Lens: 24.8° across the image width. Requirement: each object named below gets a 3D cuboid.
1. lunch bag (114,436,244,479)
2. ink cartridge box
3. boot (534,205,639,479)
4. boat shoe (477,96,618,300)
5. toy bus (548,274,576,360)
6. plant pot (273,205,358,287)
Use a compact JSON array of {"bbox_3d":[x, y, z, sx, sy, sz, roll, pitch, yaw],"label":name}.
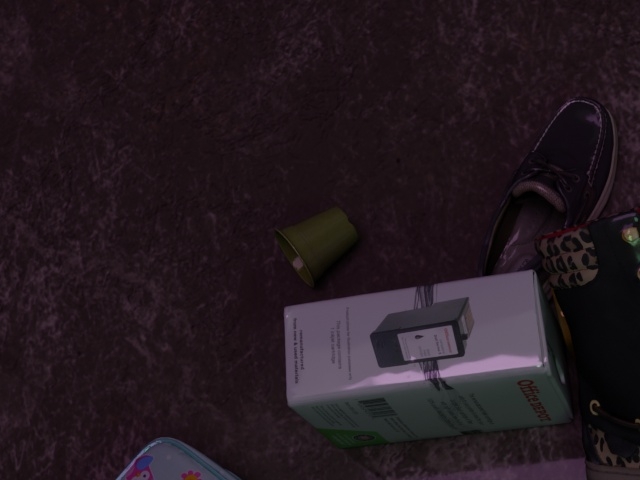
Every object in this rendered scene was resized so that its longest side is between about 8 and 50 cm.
[{"bbox_3d":[-0.128,0.362,1.601,0.279,0.108,0.224,35,78,25],"label":"lunch bag"},{"bbox_3d":[0.120,0.134,1.558,0.273,0.198,0.114,-9,66,15],"label":"ink cartridge box"},{"bbox_3d":[0.368,0.095,1.380,0.377,0.138,0.284,-18,89,55],"label":"boot"},{"bbox_3d":[0.255,-0.043,1.641,0.103,0.092,0.285,23,78,25],"label":"boat shoe"},{"bbox_3d":[0.345,0.058,1.565,0.191,0.104,0.202,29,81,25],"label":"toy bus"},{"bbox_3d":[0.000,0.000,1.724,0.079,0.083,0.083,-34,62,-10],"label":"plant pot"}]
